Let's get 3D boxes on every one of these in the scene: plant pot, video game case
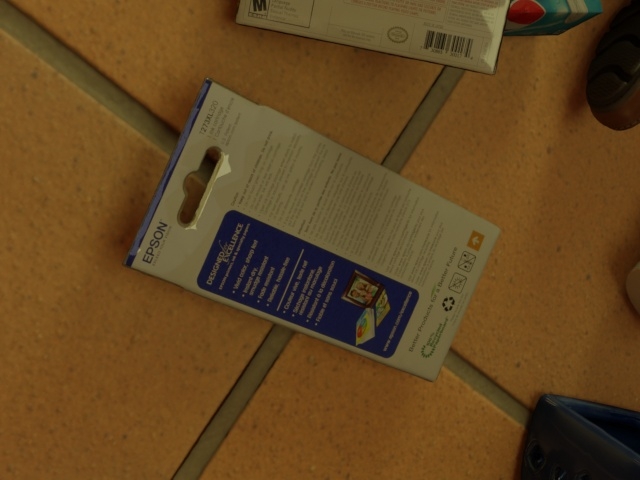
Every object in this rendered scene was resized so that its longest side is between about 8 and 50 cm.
[{"bbox_3d":[0.365,0.333,1.140,0.236,0.236,0.212,15,101,-33],"label":"plant pot"},{"bbox_3d":[0.058,-0.267,0.845,0.232,0.042,0.210,11,101,1],"label":"video game case"}]

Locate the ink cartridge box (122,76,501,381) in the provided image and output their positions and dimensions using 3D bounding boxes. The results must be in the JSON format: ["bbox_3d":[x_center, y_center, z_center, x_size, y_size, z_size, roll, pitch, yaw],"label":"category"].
[{"bbox_3d":[0.000,0.000,0.935,0.371,0.069,0.176,24,90,-35],"label":"ink cartridge box"}]

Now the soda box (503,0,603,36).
[{"bbox_3d":[0.173,-0.242,0.960,0.210,0.067,0.071,-9,84,-31],"label":"soda box"}]

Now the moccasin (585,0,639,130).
[{"bbox_3d":[0.437,-0.248,1.103,0.380,0.139,0.147,-47,112,-24],"label":"moccasin"}]

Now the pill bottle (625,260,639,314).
[{"bbox_3d":[0.506,-0.008,1.176,0.283,0.161,0.161,-42,119,-16],"label":"pill bottle"}]
